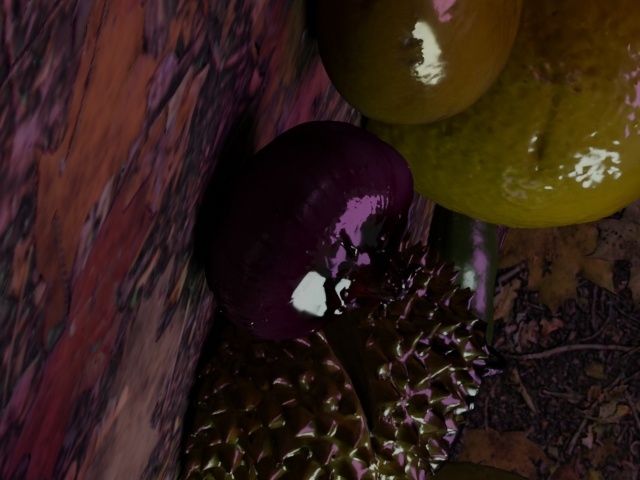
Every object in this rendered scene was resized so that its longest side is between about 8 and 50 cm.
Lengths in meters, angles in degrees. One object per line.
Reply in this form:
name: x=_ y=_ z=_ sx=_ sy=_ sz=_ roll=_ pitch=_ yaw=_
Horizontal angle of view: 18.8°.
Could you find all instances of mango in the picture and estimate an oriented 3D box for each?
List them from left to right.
mango: x=0.049 y=-0.136 z=0.978 sx=0.195 sy=0.098 sz=0.137 roll=77 pitch=35 yaw=-61

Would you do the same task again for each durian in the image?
durian: x=0.016 y=0.088 z=1.103 sx=0.237 sy=0.137 sz=0.193 roll=69 pitch=41 yaw=-79

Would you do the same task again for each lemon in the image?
lemon: x=0.159 y=-0.119 z=1.294 sx=0.240 sy=0.219 sz=0.240 roll=20 pitch=90 yaw=-86

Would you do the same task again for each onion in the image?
onion: x=0.000 y=0.000 z=0.927 sx=0.115 sy=0.104 sz=0.115 roll=-47 pitch=156 yaw=-28

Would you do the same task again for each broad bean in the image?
broad bean: x=0.126 y=-0.028 z=1.637 sx=0.098 sy=0.056 sz=0.318 roll=17 pitch=77 yaw=-63

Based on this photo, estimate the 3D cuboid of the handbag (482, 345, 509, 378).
handbag: x=0.071 y=0.077 z=1.422 sx=0.115 sy=0.139 sz=0.072 roll=-21 pitch=121 yaw=-78

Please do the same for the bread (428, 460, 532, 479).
bread: x=0.092 y=0.331 z=1.484 sx=0.308 sy=0.348 sz=0.348 roll=-11 pitch=119 yaw=-87
